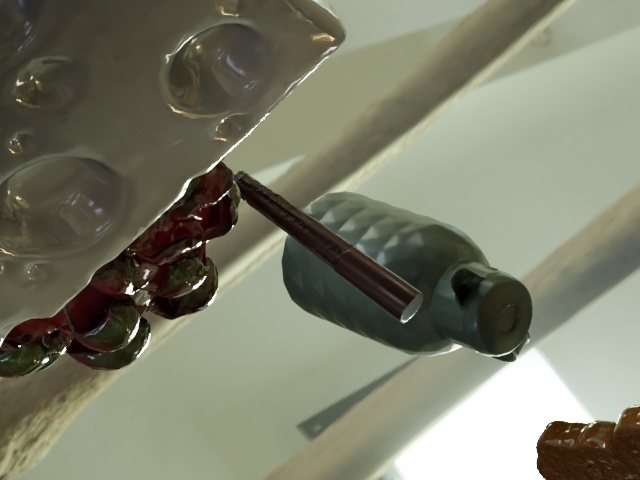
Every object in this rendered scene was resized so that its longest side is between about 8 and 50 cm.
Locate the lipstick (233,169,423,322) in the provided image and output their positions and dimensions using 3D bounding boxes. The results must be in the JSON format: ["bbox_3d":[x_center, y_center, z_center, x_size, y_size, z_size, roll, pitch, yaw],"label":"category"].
[{"bbox_3d":[0.000,0.000,0.906,0.176,0.027,0.027,36,-140,24],"label":"lipstick"}]

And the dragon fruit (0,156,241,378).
[{"bbox_3d":[-0.175,0.000,0.840,0.218,0.273,0.198,20,-165,-26],"label":"dragon fruit"}]

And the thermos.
[{"bbox_3d":[0.102,0.054,1.293,0.182,0.286,0.145,43,-104,-38],"label":"thermos"}]

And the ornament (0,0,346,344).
[{"bbox_3d":[-0.183,-0.120,0.481,0.239,0.239,0.240,28,-153,-50],"label":"ornament"}]

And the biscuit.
[{"bbox_3d":[0.329,0.222,1.108,0.202,0.334,0.047,44,-114,-7],"label":"biscuit"}]
